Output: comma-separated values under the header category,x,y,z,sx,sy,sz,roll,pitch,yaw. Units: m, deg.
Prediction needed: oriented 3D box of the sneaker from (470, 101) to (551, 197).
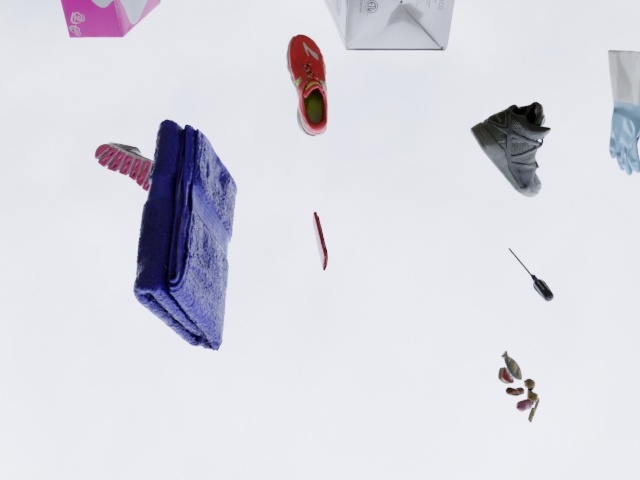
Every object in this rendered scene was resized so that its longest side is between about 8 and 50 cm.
category,x,y,z,sx,sy,sz,roll,pitch,yaw
sneaker,0.384,-0.169,1.420,0.130,0.227,0.087,-34,-139,17

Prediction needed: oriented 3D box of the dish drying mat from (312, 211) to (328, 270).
category,x,y,z,sx,sy,sz,roll,pitch,yaw
dish drying mat,0.000,0.000,1.052,0.008,0.032,0.083,-5,-131,-11

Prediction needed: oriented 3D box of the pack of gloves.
category,x,y,z,sx,sy,sz,roll,pitch,yaw
pack of gloves,0.558,-0.203,1.314,0.046,0.231,0.195,-19,-156,-21

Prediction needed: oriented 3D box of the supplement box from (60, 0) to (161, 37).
category,x,y,z,sx,sy,sz,roll,pitch,yaw
supplement box,-0.401,-0.477,1.471,0.114,0.111,0.220,1,-147,8

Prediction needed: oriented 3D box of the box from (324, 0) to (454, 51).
category,x,y,z,sx,sy,sz,roll,pitch,yaw
box,0.046,-0.300,0.686,0.087,0.169,0.290,-2,-146,-9

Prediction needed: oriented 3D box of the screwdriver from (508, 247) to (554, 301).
category,x,y,z,sx,sy,sz,roll,pitch,yaw
screwdriver,0.395,0.057,1.445,0.024,0.025,0.169,19,-150,-26

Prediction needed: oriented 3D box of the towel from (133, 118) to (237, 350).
category,x,y,z,sx,sy,sz,roll,pitch,yaw
towel,-0.191,-0.009,1.184,0.076,0.227,0.308,-10,-123,18

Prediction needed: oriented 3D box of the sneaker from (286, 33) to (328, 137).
category,x,y,z,sx,sy,sz,roll,pitch,yaw
sneaker,-0.020,-0.414,2.023,0.108,0.278,0.118,-12,-177,-8

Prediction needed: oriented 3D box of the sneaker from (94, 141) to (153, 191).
category,x,y,z,sx,sy,sz,roll,pitch,yaw
sneaker,-0.362,-0.149,1.524,0.171,0.063,0.074,26,-162,-15

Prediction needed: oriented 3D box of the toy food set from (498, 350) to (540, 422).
category,x,y,z,sx,sy,sz,roll,pitch,yaw
toy food set,0.355,0.262,1.356,0.019,0.122,0.078,-22,-156,47
